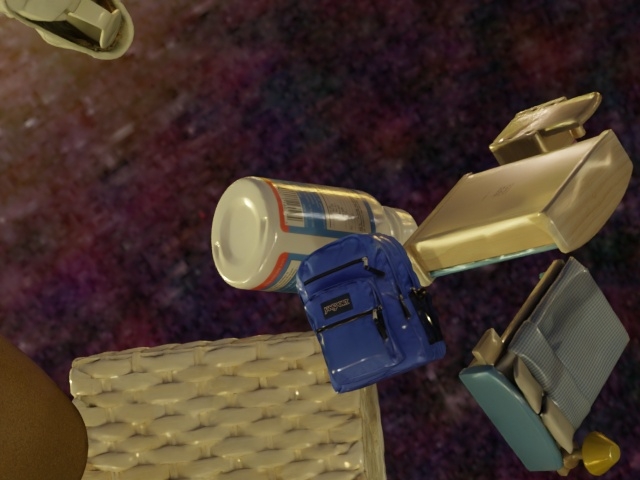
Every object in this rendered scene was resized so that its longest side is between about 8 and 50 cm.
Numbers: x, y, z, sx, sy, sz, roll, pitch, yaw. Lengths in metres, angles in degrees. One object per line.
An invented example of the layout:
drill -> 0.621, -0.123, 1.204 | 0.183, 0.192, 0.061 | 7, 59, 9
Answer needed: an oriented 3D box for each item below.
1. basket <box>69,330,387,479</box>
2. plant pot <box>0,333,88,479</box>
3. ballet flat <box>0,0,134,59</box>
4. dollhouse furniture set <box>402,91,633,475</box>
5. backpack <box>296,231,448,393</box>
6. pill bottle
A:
basket -> -0.088, 0.277, 1.448 | 0.331, 0.328, 0.266 | -5, -11, 1
plant pot -> -0.314, 0.160, 1.089 | 0.237, 0.254, 0.237 | -7, 72, 24
ballet flat -> -0.310, -0.294, 1.520 | 0.139, 0.139, 0.400 | -28, -9, 6
dollhouse furniture set -> 0.283, 0.043, 1.330 | 0.198, 0.303, 0.286 | -15, 26, 50
backpack -> 0.036, 0.053, 1.060 | 0.098, 0.120, 0.101 | -21, -9, 17
pill bottle -> 0.000, 0.000, 1.471 | 0.124, 0.221, 0.124 | -12, 75, 51
